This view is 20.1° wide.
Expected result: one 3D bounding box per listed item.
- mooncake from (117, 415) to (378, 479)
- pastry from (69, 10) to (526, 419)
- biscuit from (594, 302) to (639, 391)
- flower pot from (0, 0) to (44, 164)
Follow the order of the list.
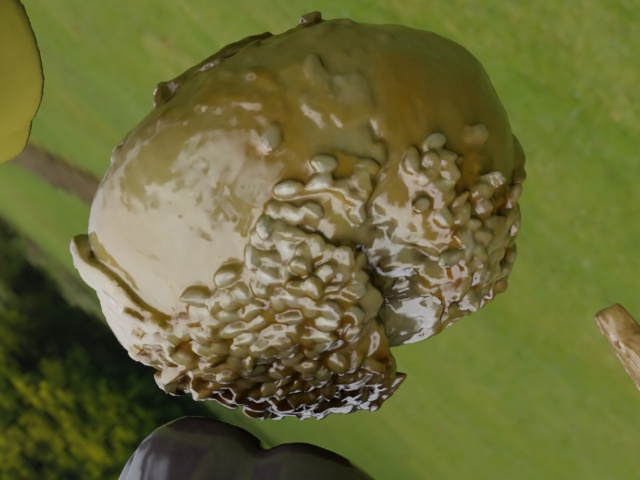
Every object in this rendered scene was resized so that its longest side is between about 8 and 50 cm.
[{"bbox_3d":[-0.027,0.209,1.185,0.244,0.133,0.245,16,163,5],"label":"mooncake"},{"bbox_3d":[0.000,0.000,1.224,0.284,0.315,0.184,71,171,-45],"label":"pastry"},{"bbox_3d":[0.220,0.096,1.145,0.133,0.027,0.184,51,-176,6],"label":"biscuit"},{"bbox_3d":[-0.287,-0.098,1.045,0.195,0.179,0.195,30,138,32],"label":"flower pot"}]
